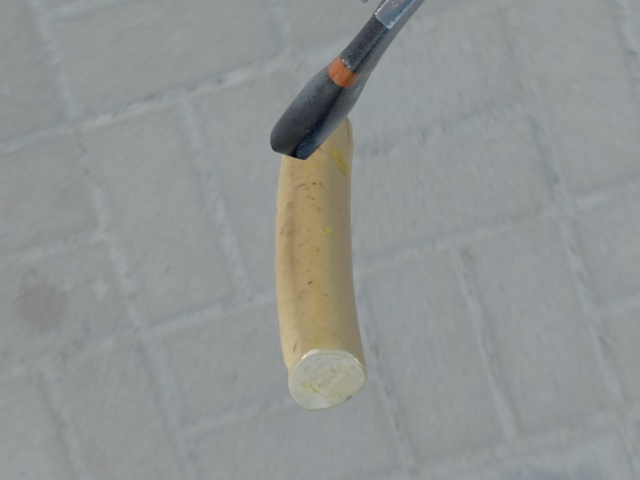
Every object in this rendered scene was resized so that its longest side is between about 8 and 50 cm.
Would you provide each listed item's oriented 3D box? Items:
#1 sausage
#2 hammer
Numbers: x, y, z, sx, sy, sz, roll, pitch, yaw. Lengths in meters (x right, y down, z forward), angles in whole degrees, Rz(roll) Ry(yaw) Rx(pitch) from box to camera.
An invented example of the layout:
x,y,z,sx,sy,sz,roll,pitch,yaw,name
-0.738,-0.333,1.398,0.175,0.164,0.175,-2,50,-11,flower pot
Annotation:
x,y,z,sx,sy,sz,roll,pitch,yaw,name
-0.002,0.000,1.379,0.066,0.301,0.065,-1,130,-1,sausage
0.033,-0.133,1.231,0.037,0.137,0.290,48,141,5,hammer
